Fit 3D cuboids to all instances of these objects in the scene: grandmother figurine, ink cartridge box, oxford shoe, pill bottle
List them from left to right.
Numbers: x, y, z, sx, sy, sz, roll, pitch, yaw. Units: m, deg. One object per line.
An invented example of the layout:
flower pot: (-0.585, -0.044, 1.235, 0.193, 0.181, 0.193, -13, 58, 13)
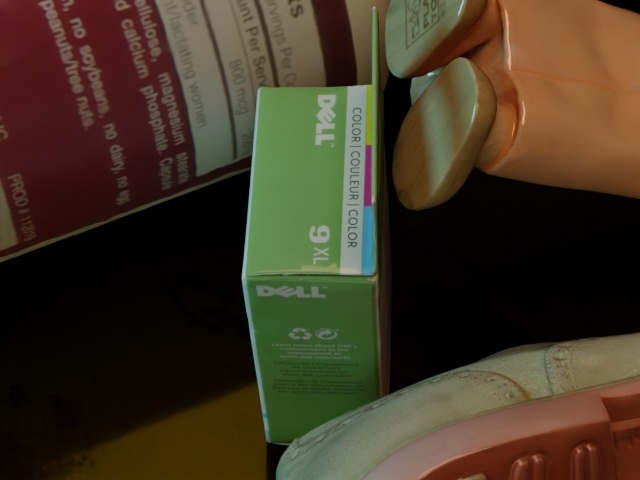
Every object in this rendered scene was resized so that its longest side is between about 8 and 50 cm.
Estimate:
pill bottle: (-0.102, -0.130, 0.902, 0.392, 0.224, 0.224, -21, 58, -14)
ink cartridge box: (0.000, 0.000, 0.820, 0.062, 0.209, 0.109, 1, 56, 4)
oxford shoe: (0.170, 0.082, 0.811, 0.397, 0.140, 0.146, -6, 18, -22)
grandmother figurine: (0.198, -0.059, 0.864, 0.342, 0.104, 0.207, 11, 71, -25)
